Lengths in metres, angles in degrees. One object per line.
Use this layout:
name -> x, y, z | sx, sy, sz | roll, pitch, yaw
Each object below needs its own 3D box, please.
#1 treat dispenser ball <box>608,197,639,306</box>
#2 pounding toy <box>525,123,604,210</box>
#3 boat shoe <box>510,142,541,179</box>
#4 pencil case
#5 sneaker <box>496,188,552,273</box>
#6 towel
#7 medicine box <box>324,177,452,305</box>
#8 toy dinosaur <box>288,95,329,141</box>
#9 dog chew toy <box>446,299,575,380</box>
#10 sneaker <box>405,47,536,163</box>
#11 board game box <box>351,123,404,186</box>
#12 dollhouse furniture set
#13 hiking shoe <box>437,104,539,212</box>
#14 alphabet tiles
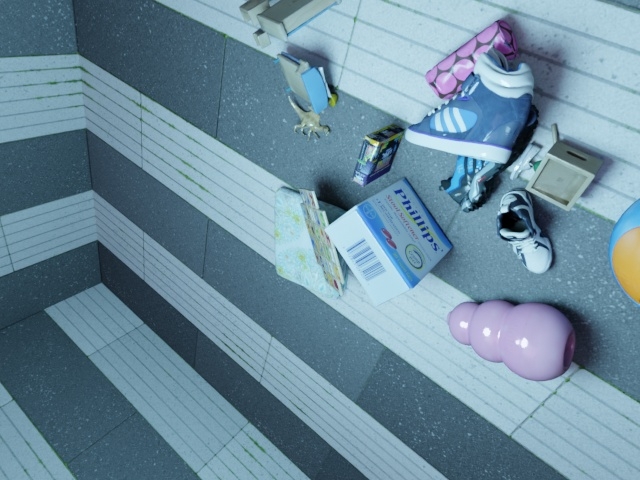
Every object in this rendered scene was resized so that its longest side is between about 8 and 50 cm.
treat dispenser ball -> 0.731, 0.025, 0.798 | 0.288, 0.288, 0.288 | 18, 122, 31
pounding toy -> 0.566, -0.173, 0.973 | 0.141, 0.100, 0.130 | 35, 144, 23
boat shoe -> 0.514, -0.192, 1.035 | 0.035, 0.035, 0.100 | 36, 124, 23
pencil case -> 0.364, -0.426, 1.000 | 0.209, 0.095, 0.098 | -25, 109, 46
sneaker -> 0.510, -0.003, 1.051 | 0.094, 0.153, 0.235 | -7, 107, 42
towel -> -0.041, 0.016, 1.550 | 0.320, 0.090, 0.375 | 21, 123, 29
medicine box -> 0.204, -0.005, 1.202 | 0.149, 0.289, 0.264 | -36, 88, 45
toy dinosaur -> -0.046, -0.395, 1.381 | 0.183, 0.053, 0.093 | 40, 116, 7
dog chew toy -> 0.514, 0.258, 1.160 | 0.331, 0.206, 0.207 | 10, 118, 44
sneaker -> 0.350, -0.324, 0.980 | 0.322, 0.130, 0.237 | 37, 117, 56
board game box -> 0.167, -0.247, 1.191 | 0.048, 0.170, 0.141 | 31, 129, 21
dollhouse furniture set -> -0.048, -0.588, 1.264 | 0.286, 0.198, 0.303 | 46, 169, 40
hiking shoe -> 0.415, -0.218, 1.049 | 0.132, 0.113, 0.304 | 46, 126, 27
alphabet tiles -> 0.000, 0.000, 1.330 | 0.285, 0.011, 0.343 | -149, 41, -71
